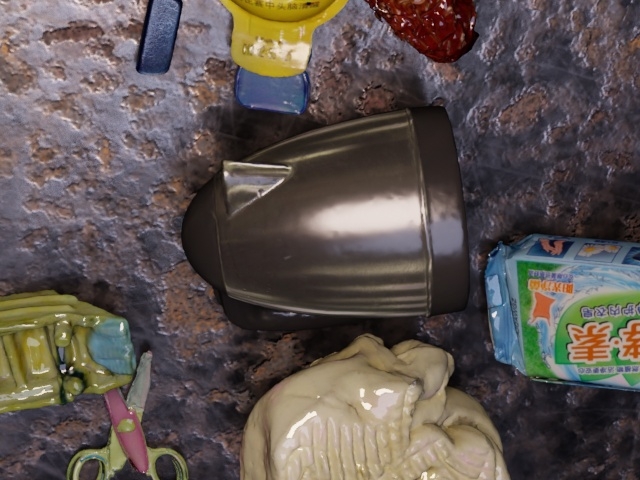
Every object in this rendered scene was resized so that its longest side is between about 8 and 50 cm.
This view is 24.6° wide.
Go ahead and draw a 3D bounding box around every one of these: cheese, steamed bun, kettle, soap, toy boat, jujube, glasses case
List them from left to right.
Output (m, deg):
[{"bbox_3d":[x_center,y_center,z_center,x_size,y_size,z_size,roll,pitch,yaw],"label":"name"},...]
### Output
[{"bbox_3d":[-0.327,0.117,1.493,0.276,0.084,0.111,-10,120,-3],"label":"toy boat"},{"bbox_3d":[-0.154,-0.199,1.405,0.034,0.023,0.083,6,116,-20],"label":"glasses case"},{"bbox_3d":[-0.043,-0.232,1.385,0.157,0.064,0.250,11,123,6],"label":"cheese"},{"bbox_3d":[-0.002,-0.016,1.455,0.271,0.251,0.207,-6,87,-2],"label":"kettle"},{"bbox_3d":[0.048,0.234,1.560,0.275,0.206,0.320,-43,117,-7],"label":"steamed bun"},{"bbox_3d":[0.091,-0.236,1.396,0.104,0.104,0.166,-32,117,5],"label":"jujube"},{"bbox_3d":[0.316,0.078,1.546,0.293,0.077,0.156,4,116,29],"label":"soap"}]

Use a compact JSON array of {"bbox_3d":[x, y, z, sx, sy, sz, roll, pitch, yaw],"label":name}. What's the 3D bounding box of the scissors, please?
[{"bbox_3d":[-0.210,0.201,1.588,0.134,0.020,0.187,-1,117,-7],"label":"scissors"}]
